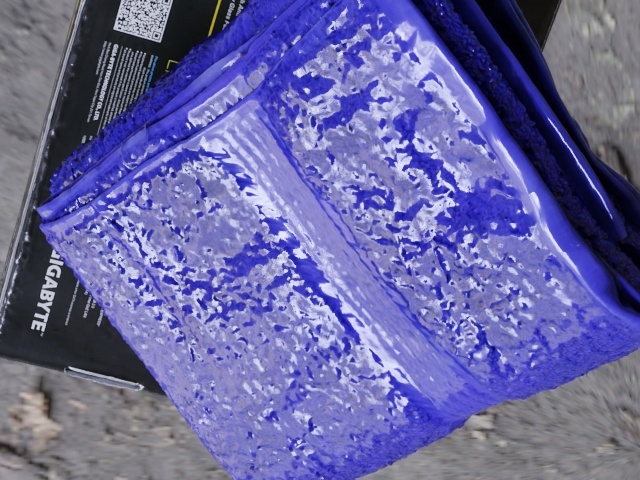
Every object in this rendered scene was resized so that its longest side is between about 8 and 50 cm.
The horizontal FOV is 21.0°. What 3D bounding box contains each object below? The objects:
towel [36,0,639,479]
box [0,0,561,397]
[{"bbox_3d":[0.000,0.000,0.805,0.308,0.076,0.228,-33,90,47],"label":"towel"},{"bbox_3d":[-0.032,-0.054,1.002,0.257,0.079,0.322,14,111,-12],"label":"box"}]
